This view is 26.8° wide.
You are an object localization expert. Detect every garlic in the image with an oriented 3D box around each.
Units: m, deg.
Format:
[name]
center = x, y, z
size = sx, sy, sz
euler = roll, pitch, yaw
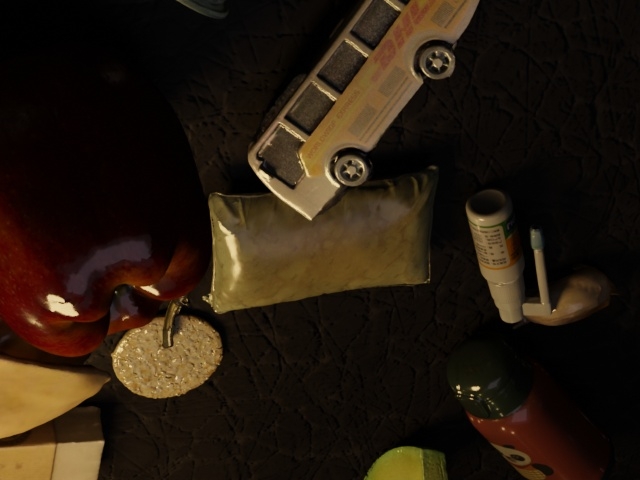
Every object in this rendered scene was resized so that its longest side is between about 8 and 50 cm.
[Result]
[garlic]
center = 0.347, 0.089, 1.891
size = 0.152, 0.066, 0.084
euler = -19, 135, -6

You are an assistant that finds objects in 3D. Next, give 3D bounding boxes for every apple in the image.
[apple]
center = -0.261, -0.051, 1.389
size = 0.288, 0.317, 0.288
euler = -28, 159, -11

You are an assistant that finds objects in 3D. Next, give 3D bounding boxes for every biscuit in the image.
[biscuit]
center = -0.202, 0.152, 1.786
size = 0.152, 0.020, 0.152
euler = -11, 130, -14

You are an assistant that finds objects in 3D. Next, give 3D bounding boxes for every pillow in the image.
[pillow]
center = 0.000, 0.000, 1.688
size = 0.302, 0.075, 0.185
euler = -8, 127, -13

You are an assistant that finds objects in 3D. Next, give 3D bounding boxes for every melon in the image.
[melon]
center = 0.125, 0.386, 2.043
size = 0.064, 0.118, 0.209
euler = 0, 143, -37

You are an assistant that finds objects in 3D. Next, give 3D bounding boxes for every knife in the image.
[knife]
center = -0.170, 0.053, 1.689
size = 0.021, 0.046, 0.222
euler = -31, 142, -48

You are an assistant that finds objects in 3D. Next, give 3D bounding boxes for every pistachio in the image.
[pistachio]
center = -0.400, 0.124, 1.564
size = 0.321, 0.229, 0.238
euler = 2, 171, -27

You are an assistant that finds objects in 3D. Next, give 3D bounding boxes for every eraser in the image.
[eraser]
center = -0.465, 0.295, 1.781
size = 0.343, 0.078, 0.144
euler = -1, 131, -19

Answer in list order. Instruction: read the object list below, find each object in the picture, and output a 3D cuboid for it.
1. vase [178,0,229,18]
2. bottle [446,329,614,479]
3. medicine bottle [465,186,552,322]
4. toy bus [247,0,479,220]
[vase]
center = -0.064, -0.374, 1.296
size = 0.143, 0.143, 0.299
euler = 27, 111, -35
[bottle]
center = 0.300, 0.253, 1.974
size = 0.144, 0.144, 0.336
euler = -35, 129, 12
[medicine bottle]
center = 0.257, 0.025, 1.799
size = 0.092, 0.061, 0.220
euler = -2, 136, 17
[toy bus]
center = 0.052, -0.182, 1.514
size = 0.138, 0.097, 0.342
euler = 35, 114, -11
